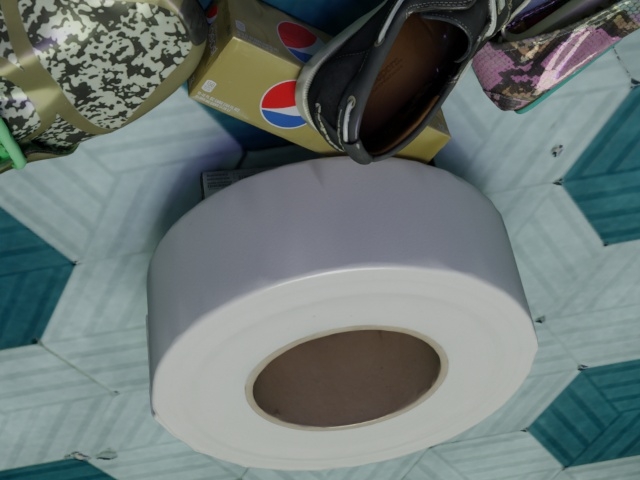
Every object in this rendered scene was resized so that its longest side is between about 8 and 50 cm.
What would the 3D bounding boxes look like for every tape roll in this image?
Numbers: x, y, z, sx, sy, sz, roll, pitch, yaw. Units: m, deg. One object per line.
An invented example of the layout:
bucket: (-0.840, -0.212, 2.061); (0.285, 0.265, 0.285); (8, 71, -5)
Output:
tape roll: (0.012, 0.065, 0.889); (0.286, 0.100, 0.286); (-6, 144, -5)

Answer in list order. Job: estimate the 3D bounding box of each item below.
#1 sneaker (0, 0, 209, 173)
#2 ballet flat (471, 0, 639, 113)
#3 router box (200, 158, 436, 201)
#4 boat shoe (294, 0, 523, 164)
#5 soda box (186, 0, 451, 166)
sneaker: (-0.256, -0.047, 0.729); (0.410, 0.182, 0.158); (-19, 136, 8)
ballet flat: (0.193, -0.167, 0.782); (0.221, 0.077, 0.079); (-31, 114, 21)
router box: (0.000, 0.000, 0.929); (0.179, 0.046, 0.133); (-5, 138, -5)
boat shoe: (0.087, -0.142, 0.736); (0.233, 0.079, 0.084); (-46, 121, 3)
soda box: (-0.001, -0.101, 0.811); (0.181, 0.061, 0.058); (21, 128, -29)
